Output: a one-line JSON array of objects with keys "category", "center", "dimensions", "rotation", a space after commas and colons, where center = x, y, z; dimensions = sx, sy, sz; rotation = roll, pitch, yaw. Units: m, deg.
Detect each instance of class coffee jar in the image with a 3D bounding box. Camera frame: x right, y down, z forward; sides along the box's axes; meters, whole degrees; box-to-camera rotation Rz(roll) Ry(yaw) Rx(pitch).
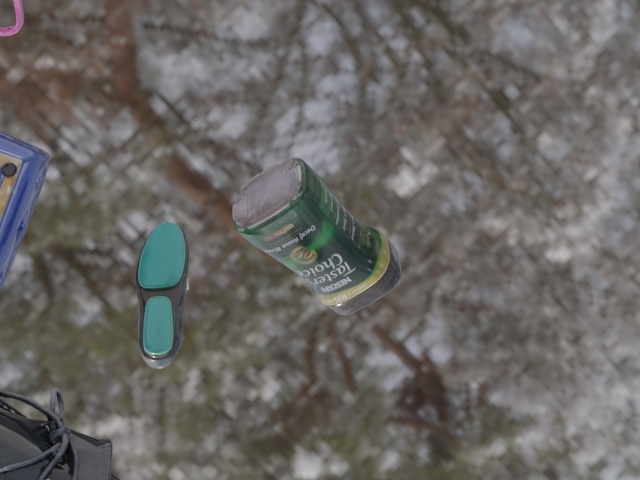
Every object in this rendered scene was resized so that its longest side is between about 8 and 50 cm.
[{"category": "coffee jar", "center": [0.000, 0.000, 1.934], "dimensions": [0.096, 0.184, 0.079], "rotation": [-30, -139, 24]}]

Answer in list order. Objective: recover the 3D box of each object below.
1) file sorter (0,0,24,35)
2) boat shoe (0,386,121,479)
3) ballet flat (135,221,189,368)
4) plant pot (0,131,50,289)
[{"category": "file sorter", "center": [-0.314, -0.356, 1.719], "dimensions": [0.202, 0.182, 0.290], "rotation": [15, -124, 9]}, {"category": "boat shoe", "center": [-0.281, 0.237, 1.845], "dimensions": [0.156, 0.500, 0.187], "rotation": [-37, -159, 18]}, {"category": "ballet flat", "center": [-0.206, 0.077, 2.444], "dimensions": [0.074, 0.074, 0.203], "rotation": [-21, -126, 35]}, {"category": "plant pot", "center": [-0.490, -0.052, 2.425], "dimensions": [0.212, 0.236, 0.236], "rotation": [175, -64, -78]}]
